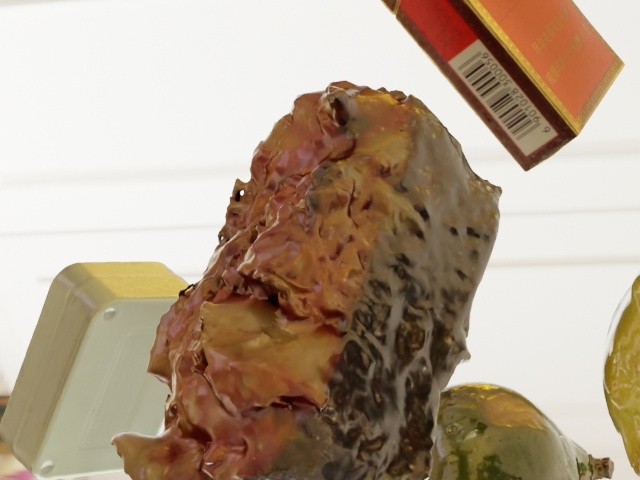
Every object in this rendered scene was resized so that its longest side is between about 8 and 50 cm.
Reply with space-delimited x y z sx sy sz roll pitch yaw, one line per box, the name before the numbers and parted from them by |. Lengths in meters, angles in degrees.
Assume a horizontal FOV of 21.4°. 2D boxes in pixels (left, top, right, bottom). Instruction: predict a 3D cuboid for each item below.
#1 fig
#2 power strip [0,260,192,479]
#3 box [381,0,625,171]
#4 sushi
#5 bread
fig | 0.168 0.234 1.621 0.245 0.195 0.195 7 79 -33
power strip | -0.186 0.149 1.823 0.261 0.141 0.229 1 120 -48
box | 0.138 -0.191 1.401 0.240 0.074 0.153 50 41 -7
sushi | -0.011 0.058 1.174 0.182 0.196 0.343 37 59 -25
bread | 0.253 0.056 1.080 0.233 0.088 0.160 -2 118 -50
